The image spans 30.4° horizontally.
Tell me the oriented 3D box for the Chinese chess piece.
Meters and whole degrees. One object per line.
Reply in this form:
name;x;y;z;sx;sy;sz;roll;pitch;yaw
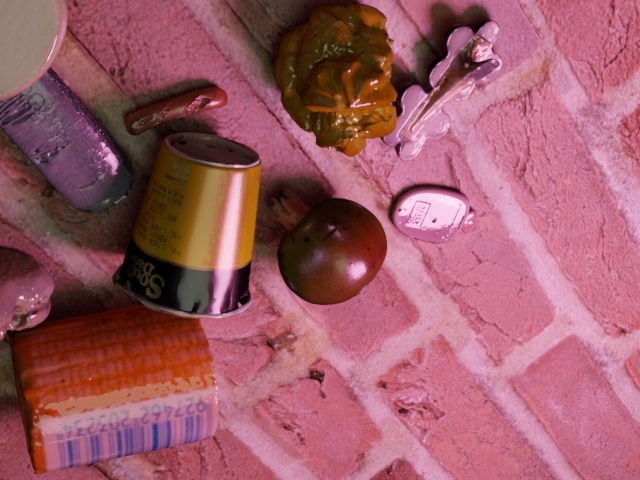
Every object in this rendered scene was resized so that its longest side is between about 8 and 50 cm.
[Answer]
Chinese chess piece;-0.444;-0.294;1.476;0.250;0.101;0.250;-4;110;-13

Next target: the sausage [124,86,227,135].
sausage;-0.209;-0.191;1.715;0.158;0.042;0.036;-19;89;-12

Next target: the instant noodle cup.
instant noodle cup;-0.185;-0.028;1.742;0.216;0.215;0.236;4;111;-25

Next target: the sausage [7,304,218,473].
sausage;-0.321;0.225;1.821;0.287;0.233;0.233;-11;125;-16

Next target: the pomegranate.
pomegranate;0.000;0.000;1.861;0.180;0.180;0.209;-42;91;7

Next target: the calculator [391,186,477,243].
calculator;0.196;-0.042;1.988;0.166;0.024;0.103;10;117;-27

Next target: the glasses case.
glasses case;-0.369;-0.151;1.653;0.109;0.067;0.282;-33;125;5

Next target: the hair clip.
hair clip;0.194;-0.233;1.834;0.257;0.075;0.146;-45;146;17

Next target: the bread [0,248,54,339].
bread;-0.544;0.080;1.665;0.337;0.183;0.102;8;121;-24

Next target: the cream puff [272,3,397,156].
cream puff;0.029;-0.226;1.705;0.195;0.194;0.221;-17;123;-11
